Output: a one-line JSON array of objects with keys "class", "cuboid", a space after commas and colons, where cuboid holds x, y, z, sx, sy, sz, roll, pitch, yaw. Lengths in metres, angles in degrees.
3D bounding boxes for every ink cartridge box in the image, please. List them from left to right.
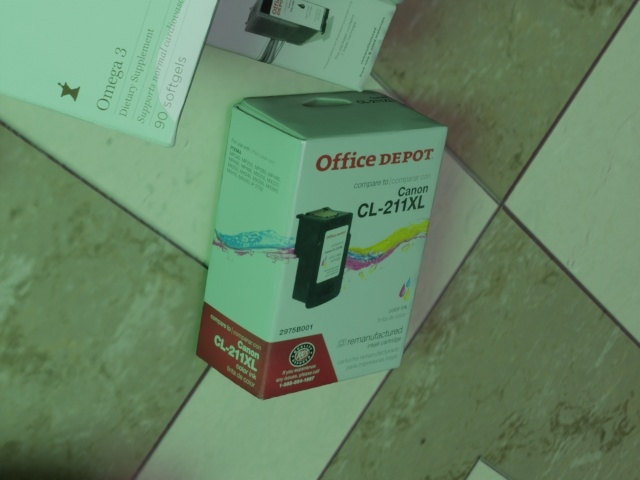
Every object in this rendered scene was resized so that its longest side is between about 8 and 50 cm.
[{"class": "ink cartridge box", "cuboid": [-0.042, -0.134, 0.790, 0.135, 0.099, 0.056, 11, 105, -45]}, {"class": "ink cartridge box", "cuboid": [0.000, 0.000, 0.922, 0.127, 0.072, 0.175, -9, 118, -40]}]

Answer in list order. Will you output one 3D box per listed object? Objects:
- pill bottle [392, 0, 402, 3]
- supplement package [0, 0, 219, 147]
[{"class": "pill bottle", "cuboid": [0.064, -0.314, 0.700, 0.210, 0.210, 0.363, 22, 103, -47]}, {"class": "supplement package", "cuboid": [-0.138, -0.124, 0.645, 0.179, 0.105, 0.105, 16, 103, -12]}]
